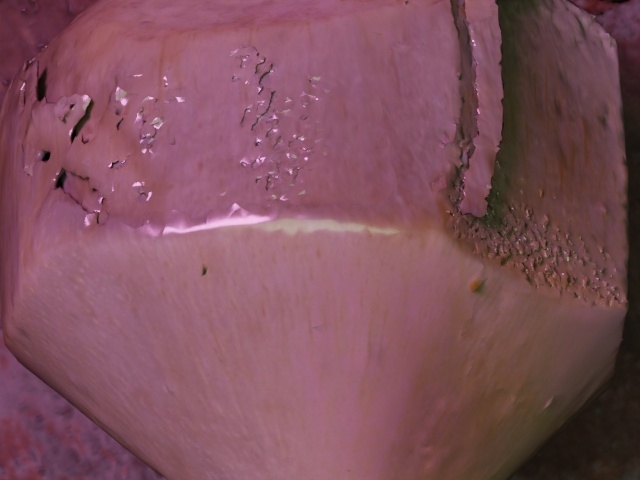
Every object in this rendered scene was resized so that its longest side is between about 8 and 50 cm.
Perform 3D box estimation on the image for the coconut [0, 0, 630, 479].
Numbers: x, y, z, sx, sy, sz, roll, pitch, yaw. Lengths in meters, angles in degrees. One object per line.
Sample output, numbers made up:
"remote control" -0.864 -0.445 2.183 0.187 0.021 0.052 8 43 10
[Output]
"coconut" 0.000 0.000 0.923 0.352 0.352 0.352 0 97 3
